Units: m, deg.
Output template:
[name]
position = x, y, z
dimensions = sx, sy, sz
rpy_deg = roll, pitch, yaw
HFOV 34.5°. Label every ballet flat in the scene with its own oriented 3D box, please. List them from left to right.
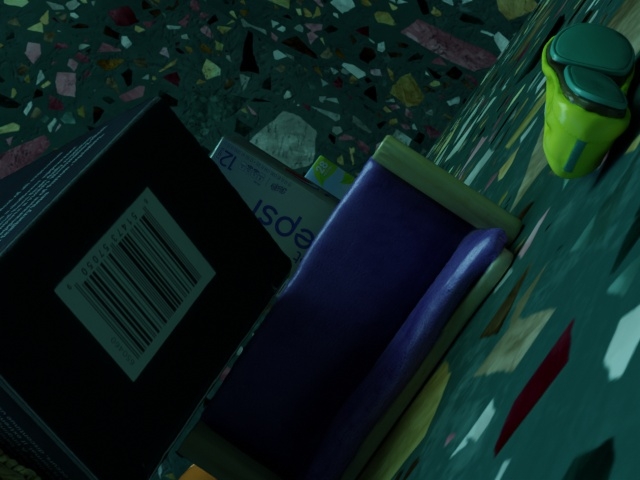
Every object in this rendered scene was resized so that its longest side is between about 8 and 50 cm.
[ballet flat]
position = 0.206, -0.112, 0.823
dimensions = 0.231, 0.077, 0.077
rpy_deg = -60, -13, -61

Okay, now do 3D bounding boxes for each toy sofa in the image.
[toy sofa]
position = 0.023, 0.090, 0.962
dimensions = 0.363, 0.150, 0.177
rpy_deg = -56, -1, 11

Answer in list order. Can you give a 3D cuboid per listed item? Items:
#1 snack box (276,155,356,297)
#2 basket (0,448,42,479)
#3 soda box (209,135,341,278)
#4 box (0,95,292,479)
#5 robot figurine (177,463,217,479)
[snack box]
position = 0.034, 0.022, 1.287
dimensions = 0.174, 0.207, 0.070
rpy_deg = -57, 0, -29
[basket]
position = -0.255, 0.310, 0.751
dimensions = 0.223, 0.299, 0.213
rpy_deg = -55, -2, -41
[soda box]
position = 0.000, 0.000, 1.101
dimensions = 0.091, 0.286, 0.098
rpy_deg = -58, -1, 8
[box]
position = -0.277, 0.084, 0.946
dimensions = 0.395, 0.212, 0.293
rpy_deg = -17, 28, 42
[robot figurine]
position = -0.143, 0.357, 1.347
dimensions = 0.158, 0.128, 0.219
rpy_deg = -56, -3, 13
